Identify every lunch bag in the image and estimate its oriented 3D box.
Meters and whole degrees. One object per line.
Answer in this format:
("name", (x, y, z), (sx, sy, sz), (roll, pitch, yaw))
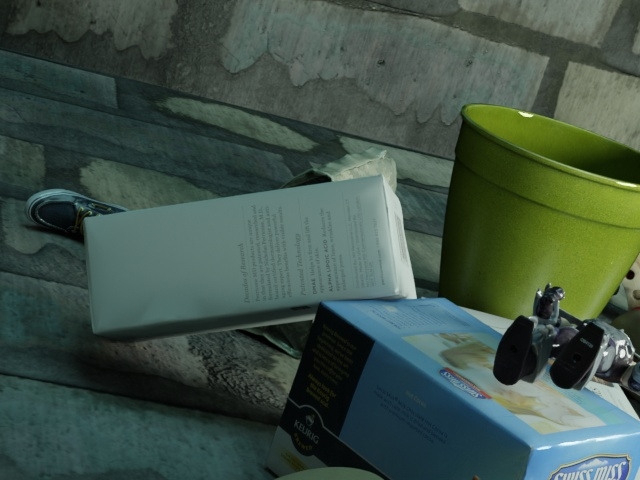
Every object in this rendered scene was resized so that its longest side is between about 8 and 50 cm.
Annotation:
("lunch bag", (0.000, 0.000, 2.192), (0.169, 0.287, 0.235), (24, 19, 19))

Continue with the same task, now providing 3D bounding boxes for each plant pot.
("plant pot", (0.348, 0.007, 2.408), (0.367, 0.353, 0.366), (16, 17, -5))

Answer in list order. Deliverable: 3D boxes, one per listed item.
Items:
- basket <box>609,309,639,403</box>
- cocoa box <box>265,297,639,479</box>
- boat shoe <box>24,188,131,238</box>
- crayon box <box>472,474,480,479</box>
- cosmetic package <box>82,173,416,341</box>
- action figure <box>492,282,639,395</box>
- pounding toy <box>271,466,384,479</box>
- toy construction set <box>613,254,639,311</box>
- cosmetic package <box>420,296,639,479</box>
("basket", (0.557, 0.209, 2.349), (0.204, 0.154, 0.227), (8, 16, -32))
("cocoa box", (0.151, 0.236, 1.695), (0.231, 0.228, 0.347), (1, 24, -44))
("boat shoe", (-0.360, -0.031, 2.300), (0.183, 0.065, 0.083), (9, 18, -31))
("crayon box", (0.139, 0.368, 1.318), (0.081, 0.202, 0.318), (11, 17, -22))
("cosmetic package", (-0.087, 0.029, 1.886), (0.385, 0.156, 0.217), (-10, -8, 9))
("action figure", (0.302, 0.119, 1.670), (0.185, 0.099, 0.285), (22, 9, 25))
("pounding toy", (-0.029, 0.323, 1.505), (0.237, 0.110, 0.183), (-7, 20, 20))
("toy construction set", (0.517, 0.015, 2.759), (0.309, 0.237, 0.257), (2, 23, -42))
("cosmetic package", (0.287, 0.218, 2.133), (0.284, 0.097, 0.377), (12, 17, -8))
